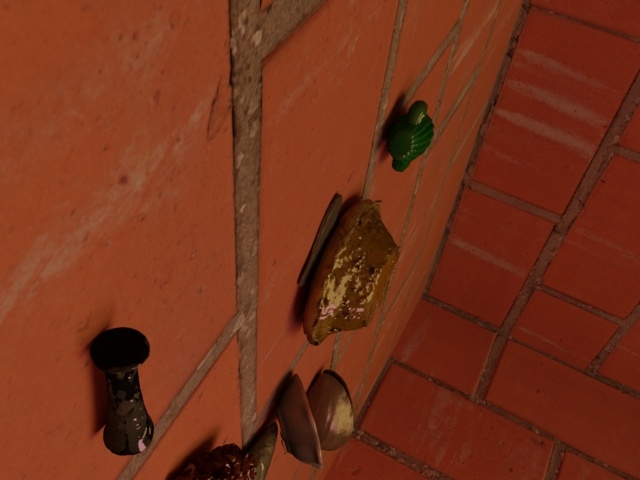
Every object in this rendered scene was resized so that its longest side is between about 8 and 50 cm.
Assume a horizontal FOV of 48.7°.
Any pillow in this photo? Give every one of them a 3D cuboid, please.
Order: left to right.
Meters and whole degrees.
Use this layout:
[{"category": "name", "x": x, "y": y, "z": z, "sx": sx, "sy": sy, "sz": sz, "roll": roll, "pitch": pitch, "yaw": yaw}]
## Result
[{"category": "pillow", "x": -0.176, "y": 0.577, "z": 1.561, "sx": 0.274, "sy": 0.076, "sz": 0.280, "roll": -53, "pitch": 160, "yaw": -69}]

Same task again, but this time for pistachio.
[{"category": "pistachio", "x": 0.018, "y": 0.484, "z": 1.999, "sx": 0.138, "sy": 0.153, "sz": 0.237, "roll": -47, "pitch": 133, "yaw": -77}]

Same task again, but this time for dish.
[{"category": "dish", "x": -0.059, "y": 0.427, "z": 1.632, "sx": 0.229, "sy": 0.081, "sz": 0.229, "roll": 166, "pitch": -90, "yaw": -82}]

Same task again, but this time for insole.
[{"category": "insole", "x": 0.000, "y": 0.000, "z": 1.347, "sx": 0.192, "sy": 0.010, "sz": 0.063, "roll": -66, "pitch": 165, "yaw": 6}]

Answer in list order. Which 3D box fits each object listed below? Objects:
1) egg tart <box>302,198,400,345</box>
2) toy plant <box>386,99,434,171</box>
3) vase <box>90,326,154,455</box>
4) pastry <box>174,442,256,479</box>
[{"category": "egg tart", "x": 0.074, "y": 0.077, "z": 1.487, "sx": 0.341, "sy": 0.132, "sz": 0.341, "roll": 23, "pitch": 90, "yaw": -78}, {"category": "toy plant", "x": 0.198, "y": -0.222, "z": 1.545, "sx": 0.240, "sy": 0.088, "sz": 0.154, "roll": 19, "pitch": 94, "yaw": -80}, {"category": "vase", "x": -0.208, "y": 0.163, "z": 0.753, "sx": 0.059, "sy": 0.059, "sz": 0.167, "roll": -52, "pitch": 161, "yaw": -42}, {"category": "pastry", "x": -0.185, "y": 0.416, "z": 1.192, "sx": 0.208, "sy": 0.097, "sz": 0.115, "roll": -25, "pitch": 134, "yaw": -66}]
